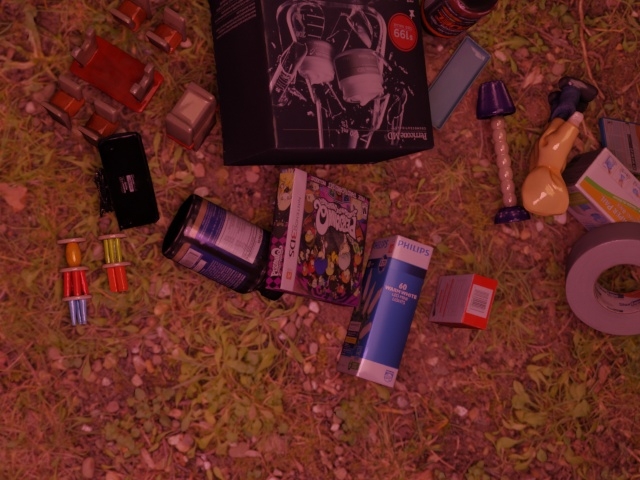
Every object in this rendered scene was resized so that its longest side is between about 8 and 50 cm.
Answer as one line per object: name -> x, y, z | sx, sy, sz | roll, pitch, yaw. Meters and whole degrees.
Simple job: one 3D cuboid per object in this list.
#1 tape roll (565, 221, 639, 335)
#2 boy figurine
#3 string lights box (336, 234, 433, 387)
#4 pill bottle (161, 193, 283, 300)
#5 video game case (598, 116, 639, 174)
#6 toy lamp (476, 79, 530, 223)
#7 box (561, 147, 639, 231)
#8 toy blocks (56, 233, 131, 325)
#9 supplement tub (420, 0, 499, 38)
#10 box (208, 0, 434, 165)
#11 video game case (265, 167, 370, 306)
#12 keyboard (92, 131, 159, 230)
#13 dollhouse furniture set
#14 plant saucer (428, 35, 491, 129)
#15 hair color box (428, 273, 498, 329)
tape roll -> 0.582, 0.074, 1.729 | 0.219, 0.072, 0.219 | 6, 123, 10
boy figurine -> 0.453, -0.177, 1.716 | 0.092, 0.177, 0.285 | 20, 63, -1
string lights box -> 0.115, 0.127, 1.640 | 0.076, 0.133, 0.260 | 19, 82, -14
pill bottle -> -0.155, 0.019, 1.579 | 0.219, 0.123, 0.123 | 28, 80, -18
video game case -> 0.650, -0.186, 1.837 | 0.166, 0.015, 0.119 | 8, 62, -13
toy lamp -> 0.352, -0.171, 1.751 | 0.080, 0.080, 0.275 | -7, 91, -15
box -> 0.572, -0.072, 1.780 | 0.203, 0.114, 0.103 | 43, 78, -9
toy blocks -> -0.387, 0.067, 1.557 | 0.123, 0.054, 0.148 | -6, 88, -14
supplement tub -> 0.251, -0.440, 1.677 | 0.106, 0.198, 0.106 | 1, 86, -13
box -> 0.004, -0.296, 1.564 | 0.343, 0.179, 0.313 | -5, 89, -35
video game case -> 0.000, 0.000, 1.596 | 0.232, 0.041, 0.210 | 19, 76, -51
keyboard -> -0.340, -0.104, 1.544 | 0.100, 0.038, 0.192 | -12, 129, -9
dollhouse furniture set -> -0.312, -0.265, 1.580 | 0.259, 0.135, 0.262 | 32, 79, 1
plant saucer -> 0.258, -0.307, 1.764 | 0.067, 0.018, 0.192 | 37, 78, -9
hair color box -> 0.260, 0.113, 1.660 | 0.053, 0.167, 0.093 | 18, 83, -13
